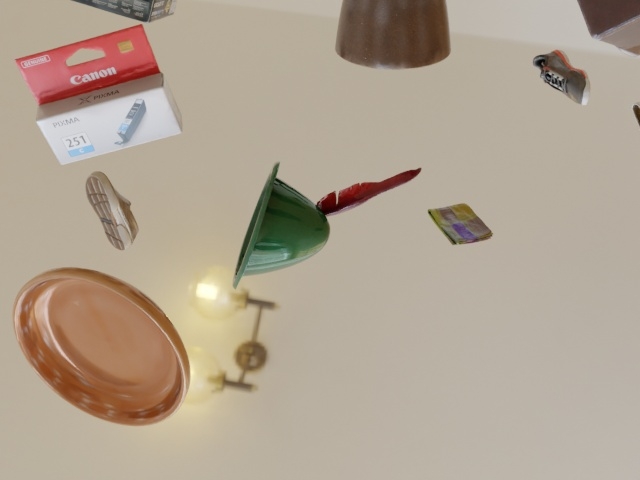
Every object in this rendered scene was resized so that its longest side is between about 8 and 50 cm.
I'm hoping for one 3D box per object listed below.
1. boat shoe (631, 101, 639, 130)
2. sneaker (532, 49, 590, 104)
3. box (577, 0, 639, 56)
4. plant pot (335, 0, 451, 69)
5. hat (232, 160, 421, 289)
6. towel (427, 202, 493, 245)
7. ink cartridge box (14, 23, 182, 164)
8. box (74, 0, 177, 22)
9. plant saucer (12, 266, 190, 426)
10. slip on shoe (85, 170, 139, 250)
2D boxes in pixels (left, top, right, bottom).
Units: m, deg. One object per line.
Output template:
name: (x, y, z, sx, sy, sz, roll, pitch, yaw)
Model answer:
boat shoe: (0.489, -0.163, 1.456, 0.035, 0.035, 0.100, 136, 124, -60)
sneaker: (0.424, -0.285, 1.740, 0.158, 0.064, 0.061, -114, 20, -52)
box: (0.398, -0.290, 0.780, 0.191, 0.381, 0.143, -4, -108, -55)
plant pot: (0.134, -0.453, 1.754, 0.215, 0.215, 0.230, -72, -15, -57)
hat: (0.000, 0.000, 1.282, 0.208, 0.183, 0.173, 118, 168, -52)
towel: (0.170, -0.021, 1.188, 0.083, 0.060, 0.009, -10, -35, -47)
ink cartridge box: (-0.485, -0.314, 2.154, 0.066, 0.296, 0.261, -101, -5, -45)
box: (-0.407, -0.485, 1.912, 0.175, 0.220, 0.051, -65, -9, -70)
plant saucer: (-0.220, 0.105, 1.001, 0.037, 0.199, 0.200, -57, -23, -50)
slip on shoe: (-0.281, -0.046, 1.339, 0.041, 0.051, 0.135, -47, -40, -32)
